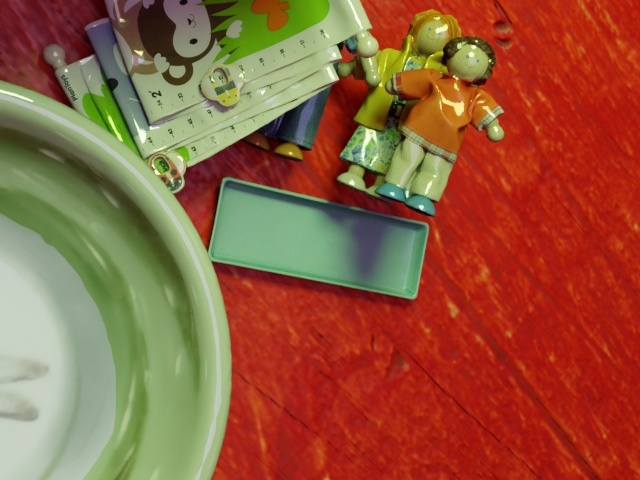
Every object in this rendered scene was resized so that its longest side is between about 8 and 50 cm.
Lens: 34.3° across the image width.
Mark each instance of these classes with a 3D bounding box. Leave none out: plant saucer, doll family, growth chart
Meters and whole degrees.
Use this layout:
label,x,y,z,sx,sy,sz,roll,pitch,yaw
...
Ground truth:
label,x,y,z,sx,sy,sz,roll,pitch,yaw
plant saucer,0.000,0.000,0.850,0.192,0.018,0.067,12,87,-24
plant saucer,-0.261,0.092,0.685,0.400,0.100,0.401,-1,93,-26
doll family,0.018,-0.133,0.811,0.263,0.118,0.163,23,90,0
growth chart,-0.081,-0.144,0.745,0.237,0.021,0.172,-34,88,2
